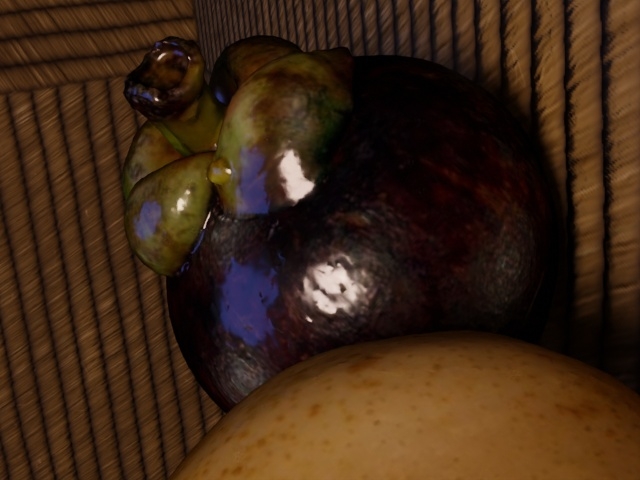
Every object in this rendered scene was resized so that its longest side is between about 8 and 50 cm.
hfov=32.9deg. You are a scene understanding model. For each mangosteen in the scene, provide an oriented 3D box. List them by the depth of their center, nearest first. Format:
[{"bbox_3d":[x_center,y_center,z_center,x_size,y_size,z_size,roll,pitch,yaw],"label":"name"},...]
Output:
[{"bbox_3d":[0.013,0.005,0.789,0.330,0.330,0.330,170,90,-77],"label":"mangosteen"}]

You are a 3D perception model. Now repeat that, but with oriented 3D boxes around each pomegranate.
[{"bbox_3d":[0.089,0.240,0.533,0.416,0.416,0.417,170,90,-77],"label":"pomegranate"}]
